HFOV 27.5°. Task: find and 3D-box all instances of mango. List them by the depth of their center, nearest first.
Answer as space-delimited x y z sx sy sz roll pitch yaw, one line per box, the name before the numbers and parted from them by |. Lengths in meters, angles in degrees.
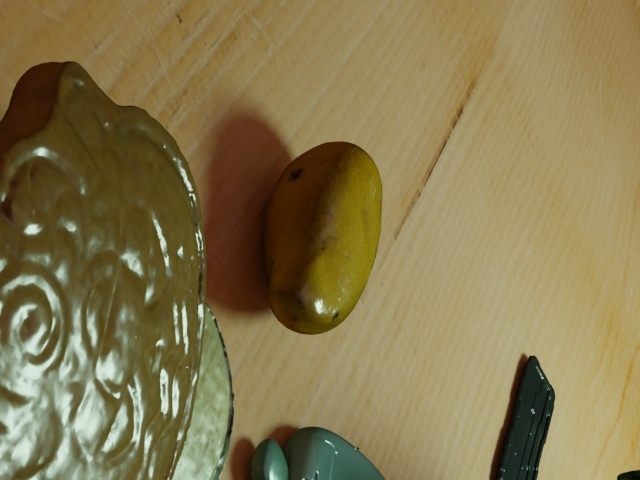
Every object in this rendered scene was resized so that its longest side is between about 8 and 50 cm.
mango | -0.004 -0.001 1.440 0.262 0.109 0.157 -64 142 -39

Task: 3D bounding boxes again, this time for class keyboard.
keyboard | 0.301 0.288 1.920 0.106 0.016 0.262 58 37 -29

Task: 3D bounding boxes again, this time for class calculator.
calculator | 0.015 0.306 1.422 0.299 0.041 0.185 45 44 -44

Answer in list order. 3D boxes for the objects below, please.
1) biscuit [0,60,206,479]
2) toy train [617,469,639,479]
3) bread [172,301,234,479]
biscuit | -0.174 0.065 1.013 0.365 0.062 0.385 51 42 -60
toy train | 0.353 0.393 1.628 0.253 0.397 0.160 30 52 -36
bread | -0.168 0.134 1.185 0.267 0.041 0.266 25 60 -53
